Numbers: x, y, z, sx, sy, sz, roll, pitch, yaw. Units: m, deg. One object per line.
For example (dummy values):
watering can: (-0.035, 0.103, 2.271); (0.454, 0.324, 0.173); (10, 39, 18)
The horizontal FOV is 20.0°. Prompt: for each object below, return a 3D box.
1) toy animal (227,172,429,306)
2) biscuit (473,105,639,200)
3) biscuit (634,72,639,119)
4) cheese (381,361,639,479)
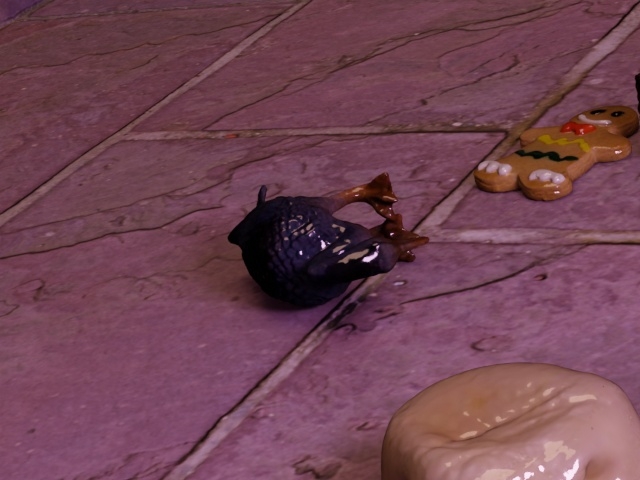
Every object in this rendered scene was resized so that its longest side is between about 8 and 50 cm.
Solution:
toy animal: (0.000, 0.000, 1.980); (0.185, 0.122, 0.298); (-32, 27, -35)
biscuit: (0.296, -0.114, 2.185); (0.158, 0.035, 0.240); (10, 33, 41)
biscuit: (0.439, -0.118, 2.012); (0.070, 0.106, 0.252); (-18, 24, -14)
cheese: (0.150, 0.188, 1.460); (0.235, 0.117, 0.218); (-6, 25, 28)
